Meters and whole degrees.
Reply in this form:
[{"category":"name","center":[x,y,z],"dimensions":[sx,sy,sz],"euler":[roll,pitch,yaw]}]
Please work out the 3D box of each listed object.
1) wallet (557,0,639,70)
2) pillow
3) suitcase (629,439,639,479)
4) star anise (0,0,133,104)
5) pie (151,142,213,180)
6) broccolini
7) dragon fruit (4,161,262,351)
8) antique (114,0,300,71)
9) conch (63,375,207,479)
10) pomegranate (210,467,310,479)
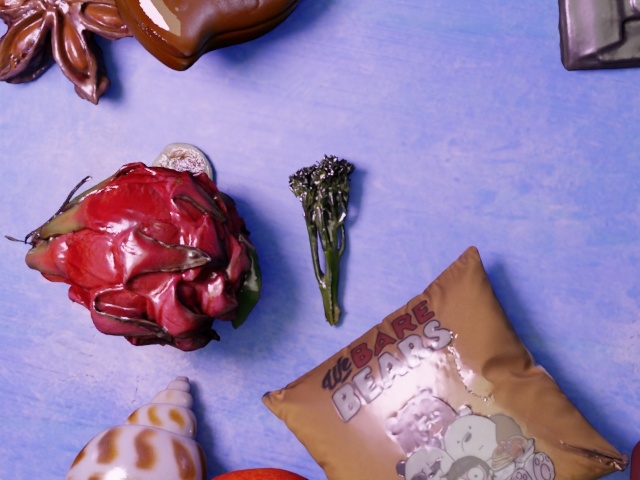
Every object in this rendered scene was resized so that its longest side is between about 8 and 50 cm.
[{"category":"wallet","center":[0.390,-0.281,1.658],"dimensions":[0.245,0.052,0.169],"euler":[-3,92,10]},{"category":"pillow","center":[0.135,0.214,1.662],"dimensions":[0.310,0.119,0.312],"euler":[-38,73,13]},{"category":"suitcase","center":[0.427,0.297,1.514],"dimensions":[0.236,0.297,0.161],"euler":[-3,96,13]},{"category":"star anise","center":[-0.311,-0.264,1.786],"dimensions":[0.214,0.099,0.220],"euler":[-38,87,23]},{"category":"pie","center":[-0.169,-0.078,1.787],"dimensions":[0.085,0.017,0.085],"euler":[0,89,11]},{"category":"broccolini","center":[0.007,-0.001,1.745],"dimensions":[0.074,0.058,0.201],"euler":[3,106,26]},{"category":"dragon fruit","center":[-0.214,0.021,1.683],"dimensions":[0.293,0.234,0.234],"euler":[1,89,-5]},{"category":"antique","center":[-0.123,-0.326,1.698],"dimensions":[0.223,0.129,0.278],"euler":[29,74,-4]},{"category":"conch","center":[-0.213,0.294,1.727],"dimensions":[0.148,0.183,0.275],"euler":[35,85,39]},{"category":"pomegranate","center":[-0.063,0.375,1.627],"dimensions":[0.220,0.221,0.257],"euler":[-15,42,12]}]
